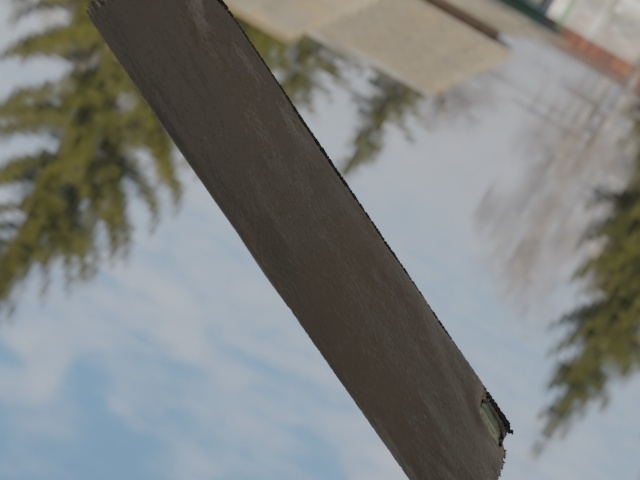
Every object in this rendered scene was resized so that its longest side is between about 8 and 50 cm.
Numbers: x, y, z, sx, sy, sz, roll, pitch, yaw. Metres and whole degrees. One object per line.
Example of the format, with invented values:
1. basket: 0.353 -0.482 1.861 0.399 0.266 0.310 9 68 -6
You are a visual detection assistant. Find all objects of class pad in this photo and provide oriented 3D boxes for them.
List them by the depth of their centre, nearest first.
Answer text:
1. pad: 0.000 0.000 0.603 0.193 0.004 0.116 56 -162 -7
